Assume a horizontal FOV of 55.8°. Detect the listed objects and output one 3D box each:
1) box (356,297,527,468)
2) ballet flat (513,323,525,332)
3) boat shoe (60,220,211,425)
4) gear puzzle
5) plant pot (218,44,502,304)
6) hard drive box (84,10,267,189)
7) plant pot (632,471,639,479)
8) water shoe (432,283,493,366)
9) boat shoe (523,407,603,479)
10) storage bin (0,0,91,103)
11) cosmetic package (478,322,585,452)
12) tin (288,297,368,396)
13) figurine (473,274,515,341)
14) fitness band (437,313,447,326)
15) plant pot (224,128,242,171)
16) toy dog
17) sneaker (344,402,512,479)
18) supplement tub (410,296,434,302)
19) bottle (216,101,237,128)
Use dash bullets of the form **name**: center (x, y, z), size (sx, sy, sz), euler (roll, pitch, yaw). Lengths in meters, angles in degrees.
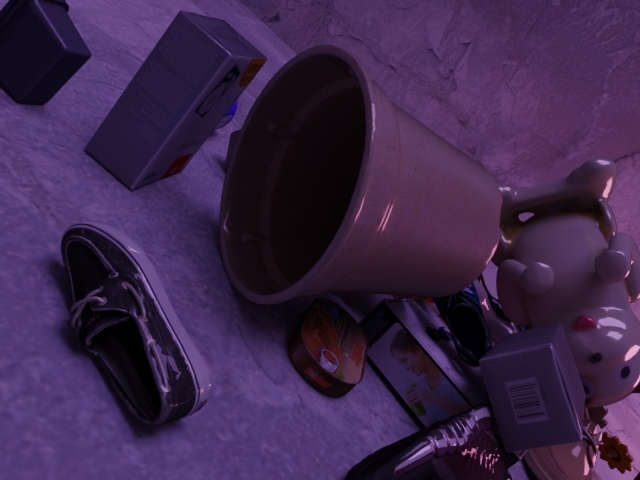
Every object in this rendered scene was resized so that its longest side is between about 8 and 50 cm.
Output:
- **box**: center (0.192, 0.222, 0.932), size (0.290, 0.087, 0.169), euler (50, 20, 22)
- **ballet flat**: center (0.558, 0.230, 1.522), size (0.400, 0.139, 0.139), euler (59, 16, -10)
- **boat shoe**: center (-0.181, 0.066, 0.544), size (0.219, 0.078, 0.070), euler (50, 19, 17)
- **gear puzzle**: center (0.541, 0.333, 1.286), size (0.044, 0.175, 0.339), euler (-18, 52, -21)
- **plant pot**: center (0.072, -0.052, 0.844), size (0.306, 0.333, 0.333), euler (16, 30, -35)
- **hard drive box**: center (-0.198, -0.198, 0.861), size (0.089, 0.232, 0.181), euler (42, 19, -3)
- **plant pot**: center (0.499, 0.446, 0.812), size (0.236, 0.267, 0.267), euler (39, 15, 31)
- **water shoe**: center (0.213, 0.091, 0.926), size (0.080, 0.073, 0.203), euler (58, 9, -69)
- **boat shoe**: center (0.442, 0.356, 1.096), size (0.122, 0.110, 0.341), euler (43, 18, 4)
- **storage bin**: center (-0.372, -0.248, 0.802), size (0.091, 0.135, 0.098), euler (55, 19, 2)
- **cosmetic package**: center (0.304, 0.197, 0.849), size (0.238, 0.107, 0.127), euler (-4, 76, -64)
- **tin**: center (0.014, 0.144, 0.832), size (0.106, 0.040, 0.189), euler (37, 19, -2)
- **figurine**: center (0.416, 0.164, 1.534), size (0.209, 0.092, 0.215), euler (44, 19, -6)
- **fitness band**: center (0.261, 0.229, 1.124), size (0.291, 0.054, 0.209), euler (42, 21, 4)
- **plant pot**: center (-0.114, -0.154, 1.120), size (0.096, 0.108, 0.109), euler (11, 2, 30)
- **toy dog**: center (0.464, 0.115, 1.161), size (0.395, 0.285, 0.407), euler (76, 8, -53)
- **sneaker**: center (0.154, 0.292, 0.687), size (0.281, 0.106, 0.162), euler (-2, 63, -49)
- **supplement tub**: center (0.246, 0.005, 1.344), size (0.207, 0.207, 0.338), euler (41, 18, -2)
- **bottle**: center (-0.242, -0.249, 1.108), size (0.118, 0.092, 0.283), euler (37, 19, -4)
